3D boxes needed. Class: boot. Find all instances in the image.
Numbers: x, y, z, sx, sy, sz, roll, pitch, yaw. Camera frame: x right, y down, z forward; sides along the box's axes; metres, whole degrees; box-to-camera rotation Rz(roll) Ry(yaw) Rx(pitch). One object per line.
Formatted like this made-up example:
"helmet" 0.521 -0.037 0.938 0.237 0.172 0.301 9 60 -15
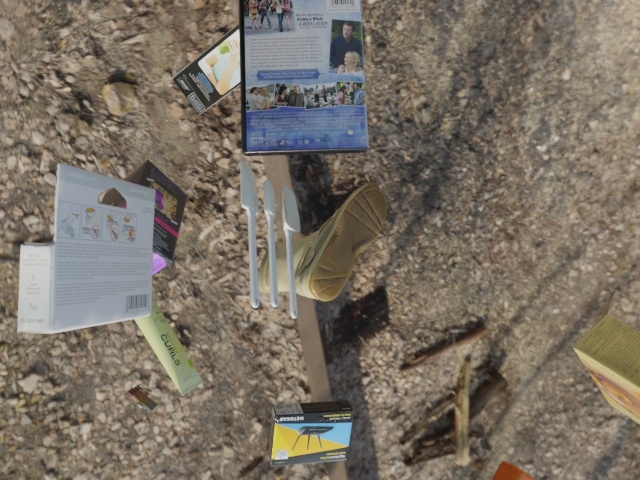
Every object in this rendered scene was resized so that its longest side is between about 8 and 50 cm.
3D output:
"boot" 0.000 0.000 1.033 0.095 0.204 0.261 45 62 -28

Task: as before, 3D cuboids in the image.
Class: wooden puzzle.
"wooden puzzle" -0.289 0.258 0.867 0.049 0.083 0.006 39 82 1

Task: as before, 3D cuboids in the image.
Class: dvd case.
"dvd case" -0.026 -0.248 0.776 0.181 0.022 0.252 -2 83 -1

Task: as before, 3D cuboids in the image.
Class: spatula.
"spatula" -0.076 0.003 0.879 0.168 0.019 0.241 33 46 -59

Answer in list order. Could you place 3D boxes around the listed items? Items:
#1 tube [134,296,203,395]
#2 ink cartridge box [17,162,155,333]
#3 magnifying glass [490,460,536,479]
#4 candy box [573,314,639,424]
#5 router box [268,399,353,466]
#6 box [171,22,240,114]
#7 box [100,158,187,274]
"tube" -0.352 0.236 1.221 0.070 0.062 0.240 -29 82 -32
"ink cartridge box" -0.365 0.016 0.869 0.060 0.275 0.238 0 87 12
"magnifying glass" 0.077 0.255 0.358 0.026 0.092 0.231 42 74 -19
"candy box" 0.543 0.250 0.767 0.087 0.316 0.183 -45 118 -4
"router box" -0.023 0.431 1.198 0.179 0.046 0.133 2 106 -16
"box" -0.125 -0.369 1.015 0.087 0.290 0.169 54 34 -18
"box" -0.433 -0.037 1.252 0.165 0.270 0.143 -32 123 19
